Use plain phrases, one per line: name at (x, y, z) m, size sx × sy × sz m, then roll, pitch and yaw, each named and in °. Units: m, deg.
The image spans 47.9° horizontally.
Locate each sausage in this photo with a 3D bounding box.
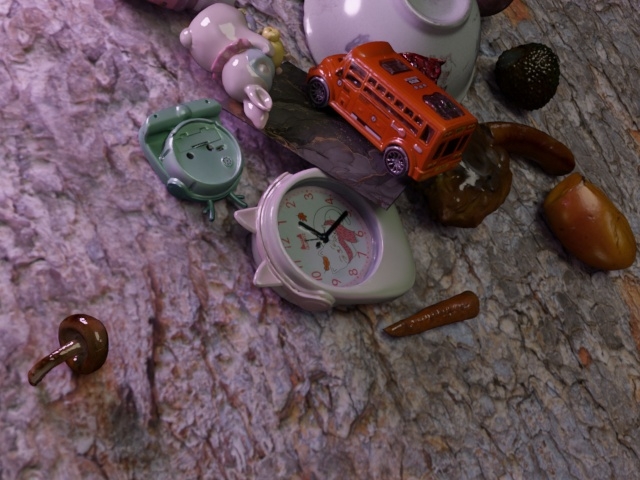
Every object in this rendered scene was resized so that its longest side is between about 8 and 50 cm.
sausage at (0.480, -0.225, 1.705) m, size 0.302 × 0.076 × 0.102 m, roll 9°, pitch 71°, yaw -27°

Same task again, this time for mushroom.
mushroom at (-0.353, 0.157, 1.017) m, size 0.129 × 0.073 × 0.088 m, roll -35°, pitch 84°, yaw 0°

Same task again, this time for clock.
clock at (0.000, 0.000, 1.282) m, size 0.324 × 0.108 × 0.265 m, roll -6°, pitch 72°, yaw -33°
clock at (-0.203, -0.138, 1.250) m, size 0.159 × 0.066 × 0.211 m, roll -28°, pitch 85°, yaw -37°

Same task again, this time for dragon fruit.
dragon fruit at (0.191, -0.277, 1.449) m, size 0.092 × 0.192 × 0.122 m, roll -17°, pitch 53°, yaw -35°

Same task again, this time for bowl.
bowl at (0.195, -0.484, 1.529) m, size 0.435 × 0.196 × 0.434 m, roll 6°, pitch 72°, yaw -20°

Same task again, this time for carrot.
carrot at (0.210, 0.151, 1.377) m, size 0.224 × 0.057 × 0.057 m, roll -15°, pitch 76°, yaw -33°

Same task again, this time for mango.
mango at (0.636, -0.026, 1.672) m, size 0.257 × 0.138 × 0.187 m, roll 52°, pitch 34°, yaw -5°

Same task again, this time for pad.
pad at (0.021, -0.212, 1.365) m, size 0.367 × 0.007 × 0.247 m, roll 33°, pitch 43°, yaw 10°

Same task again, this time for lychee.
lychee at (0.513, -0.401, 1.769) m, size 0.171 × 0.171 × 0.171 m, roll 14°, pitch 61°, yaw -26°

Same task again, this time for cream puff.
cream puff at (0.291, -0.142, 1.499) m, size 0.241 × 0.155 × 0.269 m, roll 38°, pitch 54°, yaw -6°

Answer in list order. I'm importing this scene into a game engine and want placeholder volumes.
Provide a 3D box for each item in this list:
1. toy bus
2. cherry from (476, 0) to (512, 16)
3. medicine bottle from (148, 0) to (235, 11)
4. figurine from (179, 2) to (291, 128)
toy bus at (0.125, -0.260, 1.344) m, size 0.143 × 0.153 × 0.329 m, roll -22°, pitch 57°, yaw -39°
cherry at (0.386, -0.691, 1.789) m, size 0.261 × 0.221 × 0.307 m, roll 36°, pitch 36°, yaw -15°
medicine bottle at (-0.278, -0.503, 1.331) m, size 0.247 × 0.147 × 0.147 m, roll 14°, pitch 61°, yaw -26°
figurine at (-0.131, -0.319, 1.322) m, size 0.155 × 0.127 × 0.235 m, roll -26°, pitch 70°, yaw -46°
